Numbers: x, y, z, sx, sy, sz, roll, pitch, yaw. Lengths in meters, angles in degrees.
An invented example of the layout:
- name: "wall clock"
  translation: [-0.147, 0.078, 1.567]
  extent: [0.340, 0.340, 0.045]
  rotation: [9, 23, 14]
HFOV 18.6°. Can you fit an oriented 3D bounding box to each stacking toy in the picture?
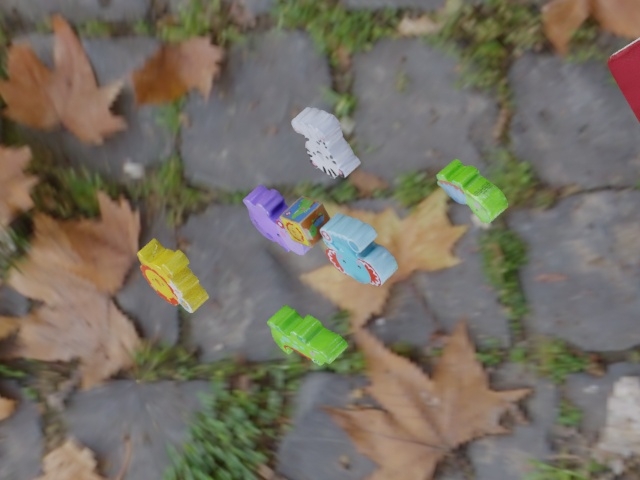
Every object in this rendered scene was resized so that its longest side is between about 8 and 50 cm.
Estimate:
- name: "stacking toy"
  translation: [0.000, 0.000, 1.282]
  extent: [0.167, 0.221, 0.052]
  rotation: [-42, 126, -20]

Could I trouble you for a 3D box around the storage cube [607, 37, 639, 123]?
- name: "storage cube"
  translation: [0.349, -0.104, 1.333]
  extent: [0.215, 0.184, 0.193]
  rotation: [-28, 88, -30]
